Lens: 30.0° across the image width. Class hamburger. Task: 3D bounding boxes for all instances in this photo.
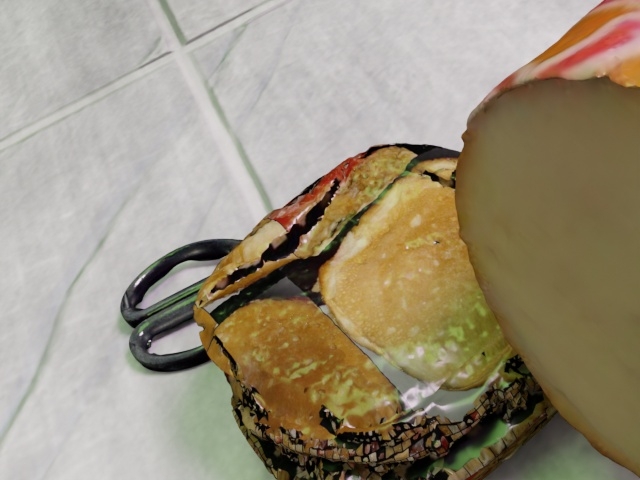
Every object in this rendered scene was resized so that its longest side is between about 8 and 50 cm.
[{"bbox_3d":[0.043,0.048,0.689,0.231,0.107,0.231,-12,41,11],"label":"hamburger"}]

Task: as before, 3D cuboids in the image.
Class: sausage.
[{"bbox_3d":[0.231,-0.046,0.557,0.233,0.233,0.287,21,51,43],"label":"sausage"}]

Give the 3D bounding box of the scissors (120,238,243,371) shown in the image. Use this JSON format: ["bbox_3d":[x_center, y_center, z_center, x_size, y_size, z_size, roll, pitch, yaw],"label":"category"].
[{"bbox_3d":[0.000,0.000,0.832,0.300,0.022,0.109,-25,42,1],"label":"scissors"}]
